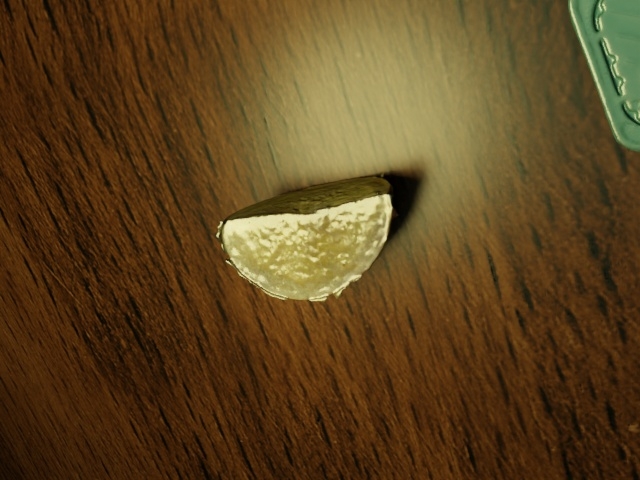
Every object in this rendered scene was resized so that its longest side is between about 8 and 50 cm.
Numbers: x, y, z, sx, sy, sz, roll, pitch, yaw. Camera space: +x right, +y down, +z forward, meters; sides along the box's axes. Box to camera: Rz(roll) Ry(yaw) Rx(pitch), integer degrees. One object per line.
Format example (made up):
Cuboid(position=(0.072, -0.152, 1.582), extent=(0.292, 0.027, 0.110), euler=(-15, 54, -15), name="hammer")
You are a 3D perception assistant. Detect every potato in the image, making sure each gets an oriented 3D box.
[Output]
Cuboid(position=(0.000, 0.000, 0.730), extent=(0.243, 0.098, 0.138), euler=(-8, 112, 22), name="potato")

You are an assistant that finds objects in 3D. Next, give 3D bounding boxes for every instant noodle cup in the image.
Cuboid(position=(0.326, -0.186, 0.501), extent=(0.157, 0.070, 0.179), euler=(-19, 104, 33), name="instant noodle cup")
